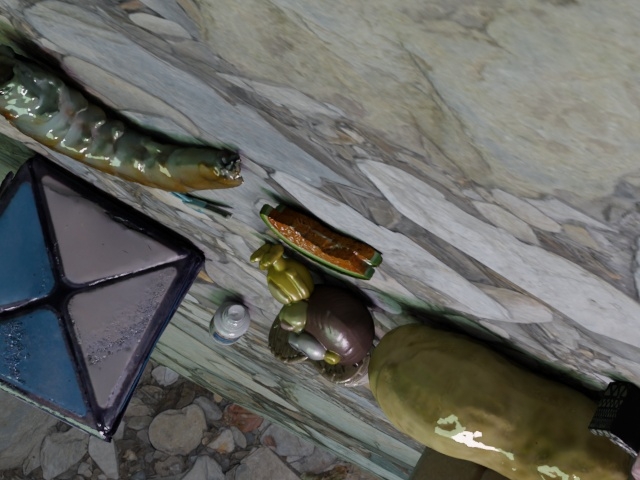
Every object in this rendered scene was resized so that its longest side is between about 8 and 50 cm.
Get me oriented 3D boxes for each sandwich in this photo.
[{"bbox_3d":[-0.002,-0.001,1.484,0.135,0.029,0.067,31,162,0],"label":"sandwich"}]

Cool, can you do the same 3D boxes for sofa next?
[{"bbox_3d":[0.331,0.196,1.445,0.118,0.060,0.039,34,163,-20],"label":"sofa"}]

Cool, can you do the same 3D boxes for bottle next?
[{"bbox_3d":[-0.141,0.126,2.236,0.060,0.060,0.217,30,168,-1],"label":"bottle"}]

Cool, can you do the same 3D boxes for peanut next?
[{"bbox_3d":[0.188,0.191,1.570,0.319,0.147,0.147,26,167,26],"label":"peanut"}]

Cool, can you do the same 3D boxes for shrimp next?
[{"bbox_3d":[-0.211,-0.100,1.473,0.287,0.068,0.185,26,169,7],"label":"shrimp"}]

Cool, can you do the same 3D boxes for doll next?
[{"bbox_3d":[-0.015,0.084,1.719,0.188,0.096,0.145,40,160,1],"label":"doll"}]

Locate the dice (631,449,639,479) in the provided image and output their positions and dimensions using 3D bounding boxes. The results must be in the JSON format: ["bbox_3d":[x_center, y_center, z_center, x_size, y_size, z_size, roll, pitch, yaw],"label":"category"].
[{"bbox_3d":[0.348,0.197,1.330,0.093,0.094,0.091,27,168,16],"label":"dice"}]

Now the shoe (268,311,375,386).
[{"bbox_3d":[0.016,0.143,1.913,0.180,0.089,0.092,22,178,41],"label":"shoe"}]

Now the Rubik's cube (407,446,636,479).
[{"bbox_3d":[0.281,0.383,1.716,0.319,0.315,0.322,22,164,33],"label":"Rubik's cube"}]

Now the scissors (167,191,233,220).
[{"bbox_3d":[-0.138,-0.040,1.672,0.058,0.014,0.119,38,169,-37],"label":"scissors"}]

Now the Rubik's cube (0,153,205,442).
[{"bbox_3d":[-0.368,0.096,2.054,0.307,0.305,0.310,30,168,-6],"label":"Rubik's cube"}]
